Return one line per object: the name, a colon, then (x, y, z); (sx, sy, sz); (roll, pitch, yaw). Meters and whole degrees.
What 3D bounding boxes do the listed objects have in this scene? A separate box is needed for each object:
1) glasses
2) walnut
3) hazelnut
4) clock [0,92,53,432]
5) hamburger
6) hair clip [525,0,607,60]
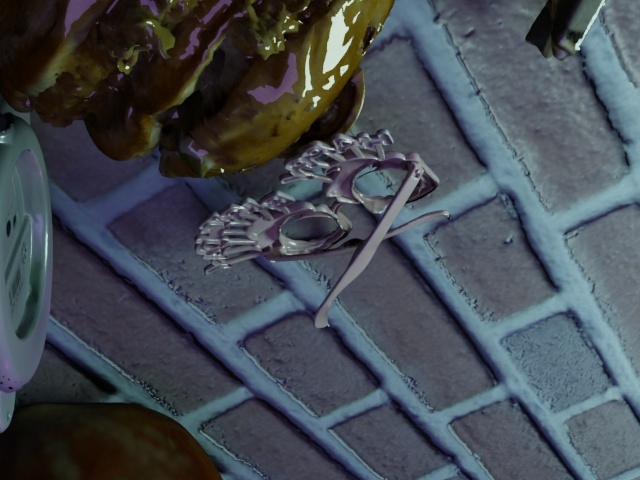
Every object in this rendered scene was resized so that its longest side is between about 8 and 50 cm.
glasses: (-0.006, -0.007, 0.700); (0.162, 0.095, 0.255); (22, 137, -40)
walnut: (-0.020, -0.117, 0.665); (0.121, 0.052, 0.091); (-18, 99, 6)
hazelnut: (-0.265, 0.358, 0.862); (0.366, 0.365, 0.365); (-4, 130, -5)
clock: (-0.270, 0.011, 0.622); (0.090, 0.227, 0.247); (2, 128, -7)
hamburger: (-0.078, -0.160, 0.504); (0.211, 0.245, 0.260); (30, 111, -29)
hair clip: (0.237, -0.263, 0.575); (0.106, 0.084, 0.292); (23, 118, -19)
